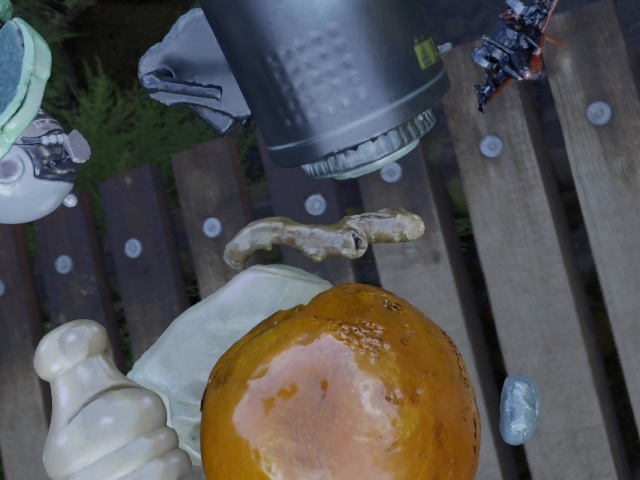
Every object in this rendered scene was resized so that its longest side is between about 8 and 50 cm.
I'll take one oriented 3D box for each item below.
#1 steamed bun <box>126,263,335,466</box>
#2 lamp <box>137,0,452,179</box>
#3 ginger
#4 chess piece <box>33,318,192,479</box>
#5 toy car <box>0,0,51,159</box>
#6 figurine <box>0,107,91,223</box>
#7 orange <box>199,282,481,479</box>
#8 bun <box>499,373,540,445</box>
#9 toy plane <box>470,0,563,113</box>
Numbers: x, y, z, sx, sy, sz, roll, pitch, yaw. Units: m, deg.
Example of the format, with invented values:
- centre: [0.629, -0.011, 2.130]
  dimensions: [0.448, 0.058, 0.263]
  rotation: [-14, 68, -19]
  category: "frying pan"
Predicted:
- centre: [-0.084, 0.200, 1.048]
  dimensions: [0.352, 0.339, 0.247]
  rotation: [-42, 77, 4]
  category: "steamed bun"
- centre: [0.015, -0.204, 0.730]
  dimensions: [0.374, 0.205, 0.272]
  rotation: [-39, 100, 26]
  category: "lamp"
- centre: [0.000, 0.000, 1.008]
  dimensions: [0.287, 0.075, 0.089]
  rotation: [-9, 47, 4]
  category: "ginger"
- centre: [-0.175, 0.219, 0.642]
  dimensions: [0.138, 0.124, 0.307]
  rotation: [-36, 78, 44]
  category: "chess piece"
- centre: [-0.203, -0.079, 0.344]
  dimensions: [0.186, 0.058, 0.094]
  rotation: [19, 77, 19]
  category: "toy car"
- centre: [-0.619, -0.123, 1.306]
  dimensions: [0.253, 0.361, 0.211]
  rotation: [35, 130, 30]
  category: "figurine"
- centre: [0.014, 0.156, 0.614]
  dimensions: [0.239, 0.240, 0.240]
  rotation: [-2, 84, 26]
  category: "orange"
- centre: [0.235, 0.200, 0.856]
  dimensions: [0.045, 0.083, 0.083]
  rotation: [3, 87, 13]
  category: "bun"
- centre: [0.156, -0.153, 0.581]
  dimensions: [0.061, 0.189, 0.130]
  rotation: [35, 116, 6]
  category: "toy plane"
